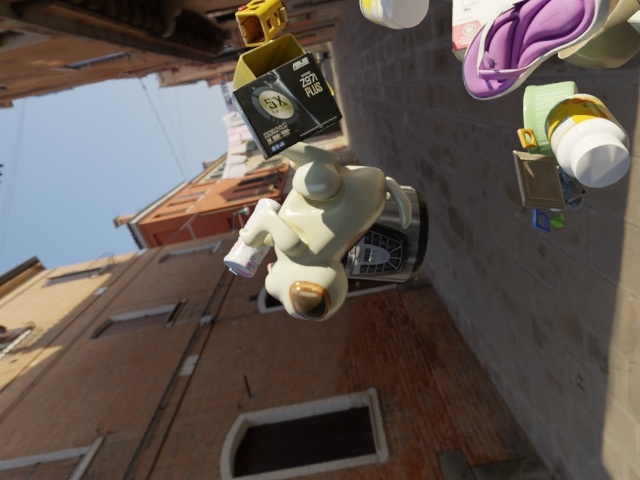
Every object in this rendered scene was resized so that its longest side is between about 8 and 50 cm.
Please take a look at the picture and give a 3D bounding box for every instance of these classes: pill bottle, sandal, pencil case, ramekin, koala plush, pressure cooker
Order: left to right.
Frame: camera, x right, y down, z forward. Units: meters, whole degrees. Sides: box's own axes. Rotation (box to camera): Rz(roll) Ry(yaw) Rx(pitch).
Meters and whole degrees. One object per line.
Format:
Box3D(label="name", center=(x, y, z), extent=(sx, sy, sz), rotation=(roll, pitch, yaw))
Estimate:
Box3D(label="pencil case", center=(-0.216, -0.011, 1.501), extent=(0.113, 0.124, 0.273), rotation=(42, -118, -31))
Box3D(label="pressure cooker", center=(0.156, -0.030, 1.659), extent=(0.376, 0.419, 0.370), rotation=(104, 170, -67))
Box3D(label="pill bottle", center=(0.189, -0.616, 1.151), extent=(0.209, 0.119, 0.119), rotation=(-118, 12, -55))
Box3D(label="sandal", center=(0.409, -0.426, 0.959), extent=(0.170, 0.102, 0.416), rotation=(66, 165, 0))
Box3D(label="ramekin", center=(0.820, -0.402, 1.555), extent=(0.303, 0.148, 0.304), rotation=(9, -101, -55))
Box3D(label="koala plush", center=(0.950, -0.210, 1.742), extent=(0.221, 0.203, 0.197), rotation=(-43, -35, -57))
Box3D(label="pill bottle", center=(0.597, -0.223, 0.997), extent=(0.246, 0.136, 0.137), rotation=(-71, -27, -51))

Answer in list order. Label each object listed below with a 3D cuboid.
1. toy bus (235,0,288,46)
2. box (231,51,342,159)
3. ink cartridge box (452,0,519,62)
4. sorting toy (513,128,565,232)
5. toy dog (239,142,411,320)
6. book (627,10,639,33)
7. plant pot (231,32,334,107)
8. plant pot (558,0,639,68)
Box3D(label="toy bus", center=(-0.147, -0.634, 1.262), extent=(0.191, 0.104, 0.203), rotation=(-1, -80, -63))
Box3D(label="box", center=(-0.069, -0.274, 0.919), extent=(0.148, 0.180, 0.077), rotation=(62, 173, -11))
Box3D(label="ink cartridge box", center=(0.457, -0.637, 1.154), extent=(0.117, 0.207, 0.283), rotation=(-2, -87, -56))
Box3D(label="sorting toy", center=(0.681, -0.186, 1.405), extent=(0.047, 0.195, 0.348), rotation=(149, 121, -61))
Box3D(label="toy dog", center=(0.000, 0.000, 1.139), extent=(0.284, 0.394, 0.409), rotation=(-60, -14, -89))
Box3D(label="book", center=(0.825, -0.516, 1.094), extent=(0.096, 0.035, 0.144), rotation=(42, -149, -9))
Box3D(label="plant pot", center=(-0.130, -0.416, 1.271), extent=(0.212, 0.212, 0.187), rotation=(52, 144, -9))
Box3D(label="plant pot", center=(1.074, -0.756, 1.655), extent=(0.284, 0.190, 0.284), rotation=(-58, 5, 8))
